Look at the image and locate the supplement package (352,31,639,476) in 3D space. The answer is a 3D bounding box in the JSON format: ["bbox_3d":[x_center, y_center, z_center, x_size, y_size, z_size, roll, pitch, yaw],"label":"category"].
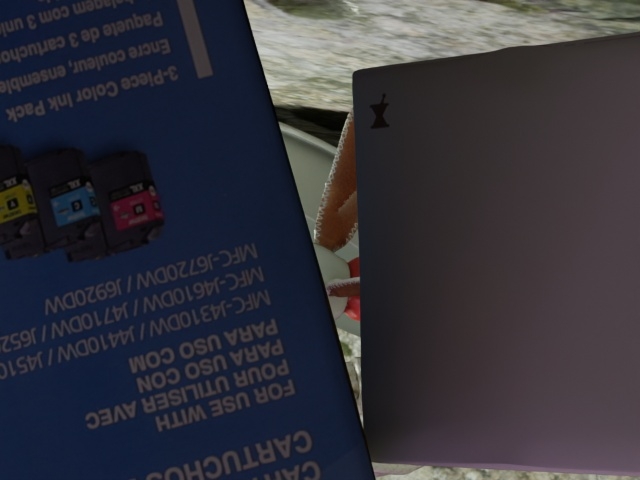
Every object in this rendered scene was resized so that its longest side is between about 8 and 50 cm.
[{"bbox_3d":[0.172,0.007,0.831,0.177,0.175,0.293,-3,178,41],"label":"supplement package"}]

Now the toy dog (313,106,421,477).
[{"bbox_3d":[0.099,-0.007,1.172,0.333,0.161,0.220,-19,-129,-28],"label":"toy dog"}]

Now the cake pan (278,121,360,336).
[{"bbox_3d":[0.000,0.000,1.436,0.293,0.054,0.293,28,164,9],"label":"cake pan"}]

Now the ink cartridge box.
[{"bbox_3d":[-0.069,0.047,0.735,0.151,0.395,0.270,-14,176,-2],"label":"ink cartridge box"}]
